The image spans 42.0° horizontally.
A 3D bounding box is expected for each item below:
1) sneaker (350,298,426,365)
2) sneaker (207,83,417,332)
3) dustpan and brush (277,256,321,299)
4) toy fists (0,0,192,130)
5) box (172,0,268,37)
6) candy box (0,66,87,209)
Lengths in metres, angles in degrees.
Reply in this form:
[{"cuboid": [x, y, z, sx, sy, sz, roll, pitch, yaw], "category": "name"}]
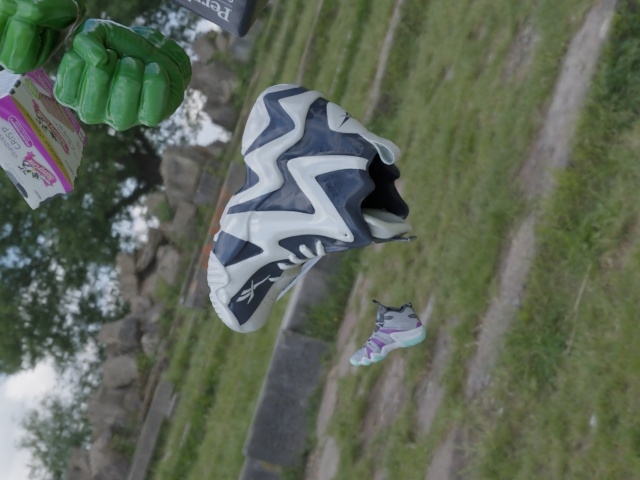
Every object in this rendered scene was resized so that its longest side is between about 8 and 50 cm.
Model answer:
[{"cuboid": [0.071, 0.104, 1.001, 0.038, 0.098, 0.069, -147, 33, -84], "category": "sneaker"}, {"cuboid": [0.000, 0.000, 0.704, 0.094, 0.153, 0.235, -24, -44, -62], "category": "sneaker"}, {"cuboid": [-0.068, 0.044, 1.269, 0.147, 0.060, 0.211, -44, 3, -5], "category": "dustpan and brush"}, {"cuboid": [-0.281, -0.222, 0.936, 0.096, 0.279, 0.142, -55, 5, 42], "category": "toy fists"}, {"cuboid": [-0.111, -0.421, 0.679, 0.212, 0.293, 0.395, -63, 1, -31], "category": "box"}, {"cuboid": [-0.424, -0.167, 1.234, 0.159, 0.071, 0.233, 62, -176, -27], "category": "candy box"}]
